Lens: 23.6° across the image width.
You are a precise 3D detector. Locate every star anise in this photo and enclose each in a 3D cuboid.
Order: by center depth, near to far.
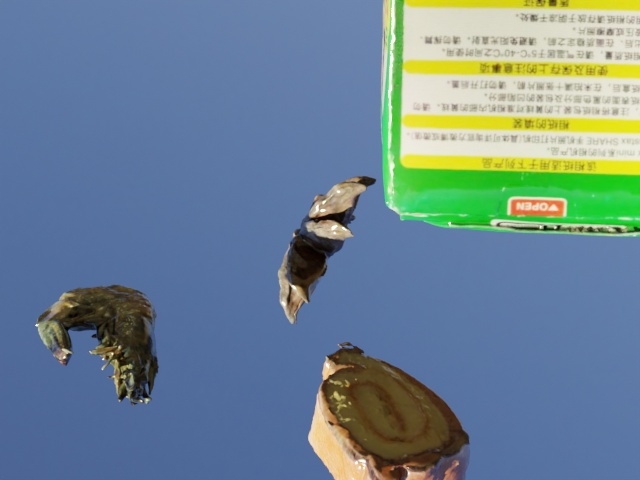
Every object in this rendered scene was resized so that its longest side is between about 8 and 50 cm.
[{"bbox_3d":[0.000,-0.002,1.272,0.042,0.141,0.141,32,-144,-4],"label":"star anise"}]

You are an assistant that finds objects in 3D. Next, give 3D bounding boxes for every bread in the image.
[{"bbox_3d":[0.080,0.244,1.953,0.190,0.123,0.244,-10,-139,-29],"label":"bread"}]

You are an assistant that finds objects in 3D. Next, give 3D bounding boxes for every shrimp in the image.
[{"bbox_3d":[-0.161,0.079,1.128,0.091,0.034,0.161,-5,-152,-12],"label":"shrimp"}]

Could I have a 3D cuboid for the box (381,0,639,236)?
[{"bbox_3d":[0.119,-0.130,0.785,0.180,0.250,0.103,2,-163,4],"label":"box"}]
